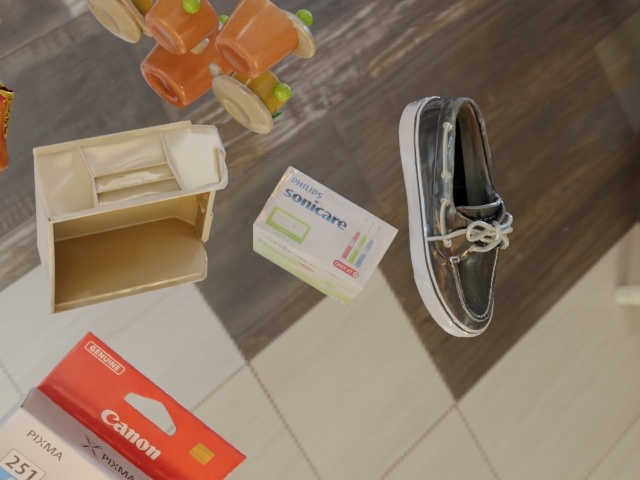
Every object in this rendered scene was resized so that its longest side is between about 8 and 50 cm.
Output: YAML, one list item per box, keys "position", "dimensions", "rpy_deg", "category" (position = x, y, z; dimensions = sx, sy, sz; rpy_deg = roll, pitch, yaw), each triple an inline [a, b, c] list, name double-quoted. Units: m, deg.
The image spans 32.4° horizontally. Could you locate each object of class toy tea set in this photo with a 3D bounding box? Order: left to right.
- position: [-0.110, -0.233, 1.240]
  dimensions: [0.124, 0.336, 0.200]
  rpy_deg: [-50, 135, -17]
  category: "toy tea set"

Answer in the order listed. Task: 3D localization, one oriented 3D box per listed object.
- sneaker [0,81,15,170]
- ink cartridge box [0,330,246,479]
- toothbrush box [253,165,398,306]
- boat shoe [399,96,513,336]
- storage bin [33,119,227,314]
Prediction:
- position: [-0.468, -0.183, 1.579]
  dimensions: [0.068, 0.064, 0.175]
  rpy_deg: [-7, 112, 0]
  category: "sneaker"
- position: [-0.299, 0.311, 1.549]
  dimensions: [0.296, 0.261, 0.066]
  rpy_deg: [41, 22, -12]
  category: "ink cartridge box"
- position: [0.000, 0.000, 1.884]
  dimensions: [0.206, 0.283, 0.122]
  rpy_deg: [31, 79, 1]
  category: "toothbrush box"
- position: [0.179, -0.025, 1.343]
  dimensions: [0.113, 0.105, 0.306]
  rpy_deg: [-14, 101, -38]
  category: "boat shoe"
- position: [-0.271, -0.032, 1.573]
  dimensions: [0.260, 0.262, 0.123]
  rpy_deg: [-12, 63, -19]
  category: "storage bin"
